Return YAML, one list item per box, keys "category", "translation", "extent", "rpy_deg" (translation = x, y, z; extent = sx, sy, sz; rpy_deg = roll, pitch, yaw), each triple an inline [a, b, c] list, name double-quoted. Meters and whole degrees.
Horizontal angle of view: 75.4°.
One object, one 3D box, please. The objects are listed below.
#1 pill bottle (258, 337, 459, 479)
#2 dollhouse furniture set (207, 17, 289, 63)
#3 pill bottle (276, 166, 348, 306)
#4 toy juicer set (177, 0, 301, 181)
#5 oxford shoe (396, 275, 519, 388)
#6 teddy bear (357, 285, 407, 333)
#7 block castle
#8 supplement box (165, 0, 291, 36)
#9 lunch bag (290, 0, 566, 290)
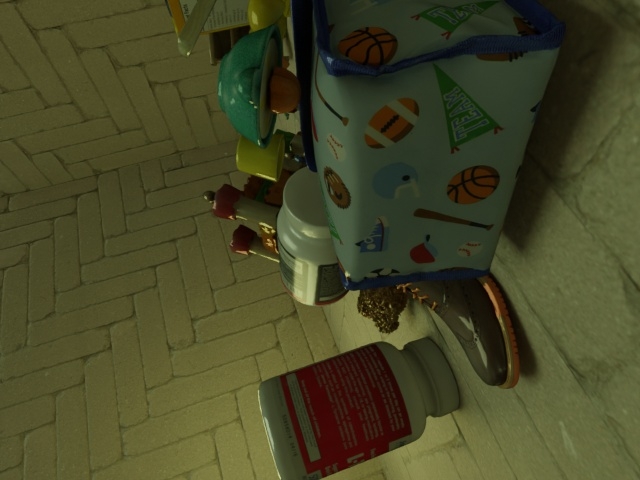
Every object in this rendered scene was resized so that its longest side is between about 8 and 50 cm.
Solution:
- category: "pill bottle"
  translation: [0.084, 0.365, 0.931]
  extent: [0.229, 0.408, 0.229]
  rpy_deg: [163, 90, -81]
- category: "dollhouse furniture set"
  translation: [-0.239, -0.661, 1.291]
  extent: [0.394, 0.257, 0.362]
  rpy_deg: [-114, 21, -72]
- category: "pill bottle"
  translation: [0.000, 0.000, 1.015]
  extent: [0.363, 0.210, 0.210]
  rpy_deg: [96, 156, -58]
- category: "toy juicer set"
  translation: [-0.061, -0.211, 0.481]
  extent: [0.329, 0.090, 0.209]
  rpy_deg: [92, -173, -80]
- category: "oxford shoe"
  translation: [0.186, 0.074, 0.678]
  extent: [0.130, 0.133, 0.363]
  rpy_deg: [90, 161, -58]
- category: "teddy bear"
  translation: [0.155, 0.118, 1.057]
  extent: [0.338, 0.113, 0.245]
  rpy_deg: [91, 178, -63]
- category: "block castle"
  translation: [-0.134, -0.191, 1.180]
  extent: [0.303, 0.213, 0.453]
  rpy_deg: [90, -160, -64]
- category: "supplement box"
  translation: [-0.145, -0.564, 0.809]
  extent: [0.194, 0.357, 0.195]
  rpy_deg: [-167, 60, -79]
- category: "lunch bag"
  translation: [0.088, -0.182, 0.548]
  extent: [0.327, 0.239, 0.385]
  rpy_deg: [84, -178, -49]
